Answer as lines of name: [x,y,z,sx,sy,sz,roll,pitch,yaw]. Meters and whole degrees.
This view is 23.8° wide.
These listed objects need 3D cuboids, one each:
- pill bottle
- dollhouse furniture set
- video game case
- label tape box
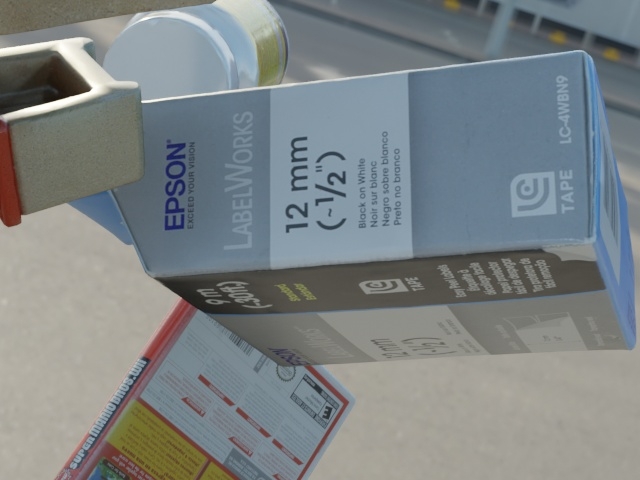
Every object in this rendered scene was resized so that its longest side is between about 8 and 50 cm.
pill bottle: [-0.098,-0.141,1.219,0.119,0.119,0.208,19,16,4]
dollhouse furniture set: [-0.159,-0.139,0.676,0.135,0.259,0.262,-14,31,-23]
video game case: [-0.104,0.187,1.163,0.025,0.285,0.204,16,-23,46]
label tape box: [0.000,0.000,0.893,0.347,0.115,0.249,-6,-17,14]
